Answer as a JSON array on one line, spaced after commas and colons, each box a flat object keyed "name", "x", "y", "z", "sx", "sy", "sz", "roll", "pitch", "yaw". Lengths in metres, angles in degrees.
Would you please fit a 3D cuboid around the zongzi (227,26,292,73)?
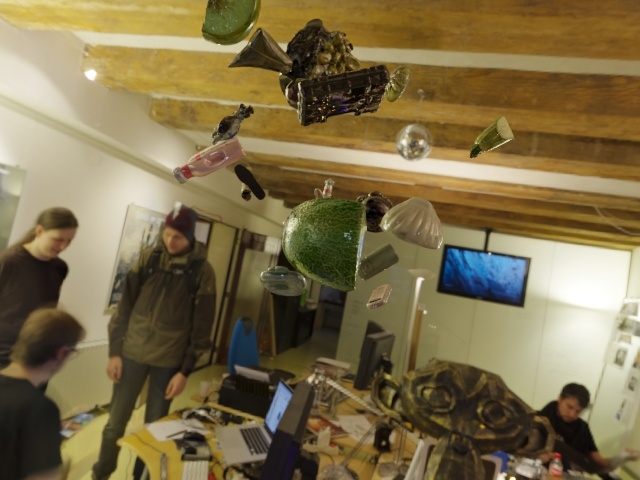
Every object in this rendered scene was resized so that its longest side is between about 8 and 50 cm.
[{"name": "zongzi", "x": -0.231, "y": -0.697, "z": 1.633, "sx": 0.205, "sy": 0.204, "sz": 0.094, "roll": 39, "pitch": 18, "yaw": -30}]

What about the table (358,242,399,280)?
[{"name": "table", "x": 0.306, "y": 0.118, "z": 2.248, "sx": 0.220, "sy": 0.126, "sz": 0.126, "roll": -30, "pitch": 1, "yaw": -8}]

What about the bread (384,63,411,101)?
[{"name": "bread", "x": 0.419, "y": -0.871, "z": 2.253, "sx": 0.104, "sy": 0.213, "sz": 0.213, "roll": 26, "pitch": -6, "yaw": -5}]

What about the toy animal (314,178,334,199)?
[{"name": "toy animal", "x": 0.022, "y": -0.136, "z": 1.904, "sx": 0.138, "sy": 0.283, "sz": 0.140, "roll": 28, "pitch": 20, "yaw": 19}]

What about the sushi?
[{"name": "sushi", "x": 0.003, "y": -0.767, "z": 1.868, "sx": 0.285, "sy": 0.329, "sz": 0.328, "roll": 38, "pitch": -16, "yaw": 22}]

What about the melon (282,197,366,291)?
[{"name": "melon", "x": 0.000, "y": 0.000, "z": 1.549, "sx": 0.343, "sy": 0.331, "sz": 0.226, "roll": 6, "pitch": 11, "yaw": 17}]

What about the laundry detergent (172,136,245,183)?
[{"name": "laundry detergent", "x": -0.517, "y": -0.367, "z": 1.894, "sx": 0.159, "sy": 0.335, "sz": 0.088, "roll": 59, "pitch": -4, "yaw": 40}]

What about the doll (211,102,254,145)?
[{"name": "doll", "x": -0.303, "y": -0.389, "z": 1.376, "sx": 0.096, "sy": 0.195, "sz": 0.070, "roll": 18, "pitch": -29, "yaw": 34}]

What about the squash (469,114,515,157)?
[{"name": "squash", "x": 0.578, "y": -0.343, "z": 1.377, "sx": 0.090, "sy": 0.200, "sz": 0.075, "roll": 59, "pitch": -17, "yaw": -23}]

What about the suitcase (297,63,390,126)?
[{"name": "suitcase", "x": 0.068, "y": -0.462, "z": 1.316, "sx": 0.285, "sy": 0.066, "sz": 0.206, "roll": -14, "pitch": -10, "yaw": -7}]

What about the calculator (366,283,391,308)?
[{"name": "calculator", "x": 0.279, "y": 0.267, "z": 1.935, "sx": 0.100, "sy": 0.032, "sz": 0.175, "roll": -25, "pitch": 15, "yaw": 33}]

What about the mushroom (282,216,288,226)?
[{"name": "mushroom", "x": -0.084, "y": -0.089, "z": 2.210, "sx": 0.270, "sy": 0.103, "sz": 0.118, "roll": -4, "pitch": -5, "yaw": -25}]

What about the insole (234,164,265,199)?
[{"name": "insole", "x": -0.309, "y": -0.257, "z": 1.800, "sx": 0.188, "sy": 0.064, "sz": 0.004, "roll": 51, "pitch": 14, "yaw": -4}]

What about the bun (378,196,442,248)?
[{"name": "bun", "x": 0.387, "y": -0.086, "z": 1.665, "sx": 0.263, "sy": 0.175, "sz": 0.263, "roll": 19, "pitch": 14, "yaw": -5}]

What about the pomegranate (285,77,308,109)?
[{"name": "pomegranate", "x": -0.078, "y": -0.587, "z": 1.650, "sx": 0.130, "sy": 0.130, "sz": 0.130, "roll": 11, "pitch": -5, "yaw": 1}]

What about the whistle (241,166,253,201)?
[{"name": "whistle", "x": -0.390, "y": -0.307, "z": 2.176, "sx": 0.057, "sy": 0.068, "sz": 0.326, "roll": 23, "pitch": 25, "yaw": -21}]

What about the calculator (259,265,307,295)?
[{"name": "calculator", "x": -0.150, "y": 0.172, "z": 1.673, "sx": 0.185, "sy": 0.041, "sz": 0.299, "roll": 1, "pitch": -25, "yaw": 6}]

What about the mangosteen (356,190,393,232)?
[{"name": "mangosteen", "x": 0.273, "y": -0.138, "z": 2.032, "sx": 0.209, "sy": 0.210, "sz": 0.210, "roll": 11, "pitch": -5, "yaw": 1}]

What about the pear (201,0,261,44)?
[{"name": "pear", "x": -0.386, "y": -1.010, "z": 1.807, "sx": 0.238, "sy": 0.343, "sz": 0.318, "roll": 11, "pitch": 7, "yaw": -11}]
